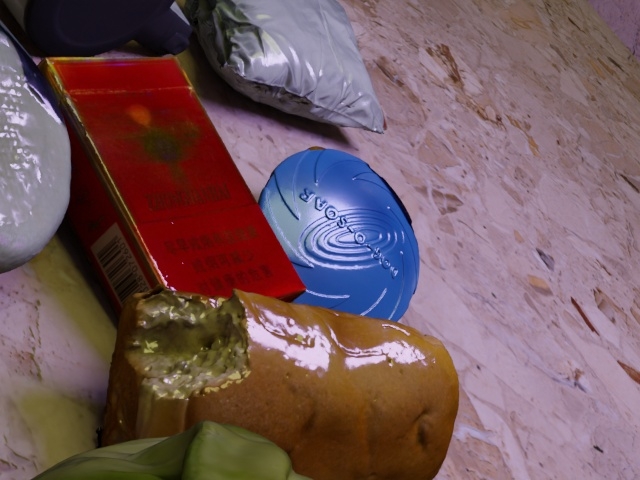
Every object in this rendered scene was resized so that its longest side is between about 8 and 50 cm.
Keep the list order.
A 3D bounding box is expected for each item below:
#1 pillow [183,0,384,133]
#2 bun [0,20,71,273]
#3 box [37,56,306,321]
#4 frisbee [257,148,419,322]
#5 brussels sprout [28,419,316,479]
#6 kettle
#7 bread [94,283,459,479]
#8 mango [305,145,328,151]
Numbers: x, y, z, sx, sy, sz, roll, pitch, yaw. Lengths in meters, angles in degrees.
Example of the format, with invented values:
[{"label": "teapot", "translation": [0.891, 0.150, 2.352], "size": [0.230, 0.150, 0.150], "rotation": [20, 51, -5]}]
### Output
[{"label": "pillow", "translation": [-0.053, -0.283, 1.566], "size": [0.310, 0.138, 0.283], "rotation": [11, 43, -43]}, {"label": "bun", "translation": [-0.361, -0.086, 0.972], "size": [0.283, 0.179, 0.283], "rotation": [43, 35, -40]}, {"label": "box", "translation": [-0.170, -0.044, 1.153], "size": [0.197, 0.089, 0.313], "rotation": [-14, 71, -52]}, {"label": "frisbee", "translation": [0.032, -0.002, 1.316], "size": [0.242, 0.045, 0.242], "rotation": [14, 66, -33]}, {"label": "brussels sprout", "translation": [-0.065, 0.279, 0.577], "size": [0.425, 0.342, 0.361], "rotation": [24, -12, 13]}, {"label": "kettle", "translation": [-0.329, -0.418, 1.394], "size": [0.377, 0.250, 0.361], "rotation": [55, 6, 18]}, {"label": "bread", "translation": [-0.027, 0.151, 1.010], "size": [0.344, 0.148, 0.195], "rotation": [10, 84, -39]}, {"label": "mango", "translation": [0.002, -0.088, 1.467], "size": [0.079, 0.057, 0.114], "rotation": [20, 29, -23]}]
